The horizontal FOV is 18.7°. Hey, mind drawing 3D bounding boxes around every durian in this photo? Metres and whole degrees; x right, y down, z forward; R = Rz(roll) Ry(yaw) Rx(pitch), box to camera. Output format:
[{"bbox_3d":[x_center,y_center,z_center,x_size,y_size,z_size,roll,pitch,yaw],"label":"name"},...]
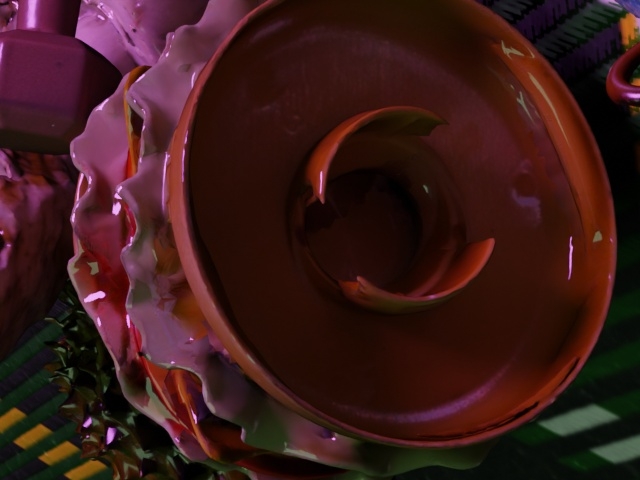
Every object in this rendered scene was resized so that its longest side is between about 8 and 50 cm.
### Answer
[{"bbox_3d":[-0.055,0.079,1.257,0.258,0.258,0.293,26,158,35],"label":"durian"}]

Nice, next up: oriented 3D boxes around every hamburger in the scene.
[{"bbox_3d":[0.000,0.000,1.019,0.274,0.274,0.212,51,155,-8],"label":"hamburger"}]

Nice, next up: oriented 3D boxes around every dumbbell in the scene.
[{"bbox_3d":[-0.145,-0.164,1.068,0.082,0.231,0.092,3,170,18],"label":"dumbbell"}]

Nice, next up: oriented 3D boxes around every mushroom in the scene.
[{"bbox_3d":[-0.117,-0.125,1.184,0.154,0.122,0.154,28,142,25],"label":"mushroom"}]

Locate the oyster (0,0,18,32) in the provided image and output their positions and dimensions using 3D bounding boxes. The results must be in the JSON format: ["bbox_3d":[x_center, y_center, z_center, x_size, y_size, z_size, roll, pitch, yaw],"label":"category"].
[{"bbox_3d":[-0.209,-0.105,1.390,0.259,0.092,0.198,39,154,35],"label":"oyster"}]

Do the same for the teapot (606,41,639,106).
[{"bbox_3d":[0.192,-0.064,0.827,0.173,0.116,0.116,16,141,47],"label":"teapot"}]

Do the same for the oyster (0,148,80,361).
[{"bbox_3d":[-0.196,-0.023,1.188,0.110,0.166,0.341,13,-175,-15],"label":"oyster"}]

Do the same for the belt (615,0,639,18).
[{"bbox_3d":[0.172,-0.135,0.727,0.082,0.147,0.163,62,178,-32],"label":"belt"}]
